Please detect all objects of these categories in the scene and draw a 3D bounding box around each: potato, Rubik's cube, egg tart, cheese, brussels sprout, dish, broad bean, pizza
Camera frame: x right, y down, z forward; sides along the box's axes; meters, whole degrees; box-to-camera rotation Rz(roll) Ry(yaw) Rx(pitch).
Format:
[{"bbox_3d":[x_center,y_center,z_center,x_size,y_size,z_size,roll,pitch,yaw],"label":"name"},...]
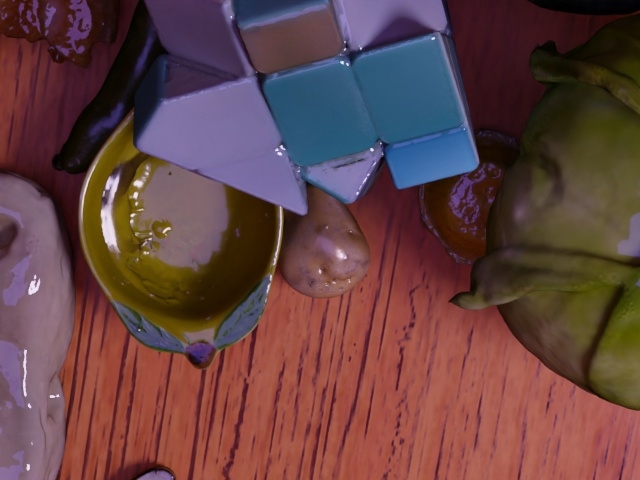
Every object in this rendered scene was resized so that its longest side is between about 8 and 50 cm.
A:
[{"bbox_3d":[0.000,0.000,1.386,0.068,0.062,0.083,-12,76,-10],"label":"potato"},{"bbox_3d":[-0.020,-0.138,1.252,0.213,0.224,0.265,-15,136,8],"label":"Rubik's cube"},{"bbox_3d":[0.121,-0.030,1.382,0.105,0.039,0.105,0,98,1],"label":"egg tart"},{"bbox_3d":[-0.266,0.076,1.391,0.159,0.093,0.263,4,98,1],"label":"cheese"},{"bbox_3d":[0.228,-0.020,1.274,0.294,0.227,0.259,32,87,-44],"label":"brussels sprout"},{"bbox_3d":[-0.100,-0.013,1.375,0.149,0.080,0.208,-6,97,-1],"label":"dish"},{"bbox_3d":[-0.122,-0.151,1.374,0.053,0.052,0.256,39,104,39],"label":"broad bean"},{"bbox_3d":[-0.241,-0.189,1.365,0.194,0.069,0.154,-12,97,11],"label":"pizza"}]

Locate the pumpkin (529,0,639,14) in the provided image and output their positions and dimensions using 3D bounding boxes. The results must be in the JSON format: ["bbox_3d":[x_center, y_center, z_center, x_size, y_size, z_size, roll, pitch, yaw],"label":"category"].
[{"bbox_3d":[0.197,-0.299,1.254,0.300,0.207,0.300,0,100,2],"label":"pumpkin"}]

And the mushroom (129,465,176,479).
[{"bbox_3d":[-0.143,0.216,1.440,0.049,0.019,0.101,33,101,-1],"label":"mushroom"}]
